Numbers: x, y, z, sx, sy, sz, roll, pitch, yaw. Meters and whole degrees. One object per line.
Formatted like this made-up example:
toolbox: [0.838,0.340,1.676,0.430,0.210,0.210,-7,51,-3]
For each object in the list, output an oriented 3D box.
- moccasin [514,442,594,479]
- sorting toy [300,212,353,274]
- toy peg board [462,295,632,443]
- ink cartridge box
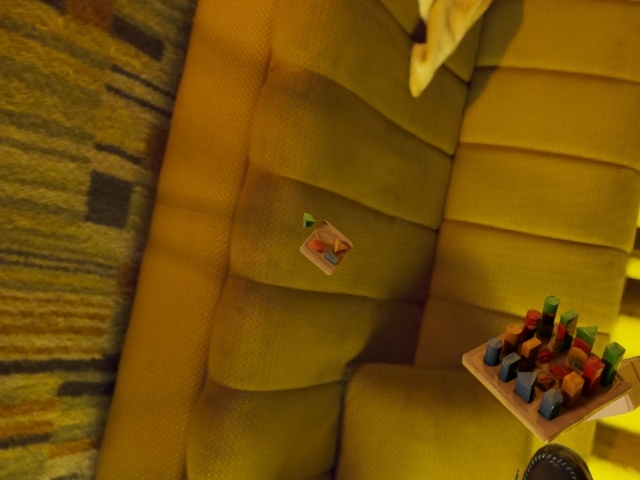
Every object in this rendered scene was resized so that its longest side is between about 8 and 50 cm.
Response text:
moccasin: [0.324,0.473,0.909,0.117,0.138,0.341,-3,99,-43]
sorting toy: [0.000,0.000,0.870,0.083,0.012,0.062,41,62,-3]
toy peg board: [0.306,0.157,0.839,0.161,0.161,0.079,-21,130,-23]
ink cartridge box: [0.581,0.304,1.279,0.203,0.148,0.085,1,67,-49]
